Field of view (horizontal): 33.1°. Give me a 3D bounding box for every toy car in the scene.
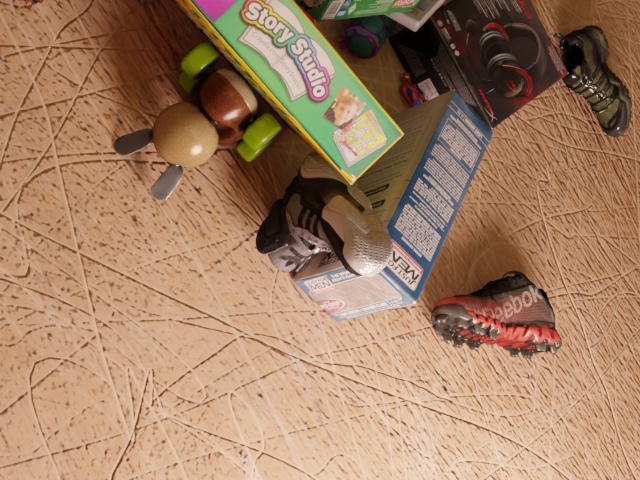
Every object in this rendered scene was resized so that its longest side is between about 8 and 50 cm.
[{"bbox_3d":[-0.176,-0.144,1.456,0.188,0.149,0.155,-41,91,-13],"label":"toy car"}]

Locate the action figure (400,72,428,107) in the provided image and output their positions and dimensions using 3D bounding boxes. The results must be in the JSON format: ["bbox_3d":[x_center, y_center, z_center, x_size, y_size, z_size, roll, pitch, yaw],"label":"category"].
[{"bbox_3d":[0.161,-0.225,1.793,0.038,0.030,0.115,-22,89,-36],"label":"action figure"}]

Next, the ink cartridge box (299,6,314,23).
[{"bbox_3d":[-0.093,-0.497,1.647,0.261,0.066,0.296,14,69,-34],"label":"ink cartridge box"}]

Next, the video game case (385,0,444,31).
[{"bbox_3d":[0.123,-0.443,1.759,0.193,0.023,0.212,32,51,10],"label":"video game case"}]

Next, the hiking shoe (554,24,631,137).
[{"bbox_3d":[0.515,-0.299,2.074,0.114,0.086,0.226,-15,80,-27],"label":"hiking shoe"}]

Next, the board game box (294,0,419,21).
[{"bbox_3d":[0.007,-0.408,1.562,0.213,0.046,0.317,43,29,13],"label":"board game box"}]

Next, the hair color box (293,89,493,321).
[{"bbox_3d":[0.113,-0.053,1.606,0.105,0.174,0.347,44,55,-22],"label":"hair color box"}]

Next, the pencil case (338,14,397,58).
[{"bbox_3d":[0.089,-0.363,1.751,0.151,0.070,0.064,-61,145,-36],"label":"pencil case"}]

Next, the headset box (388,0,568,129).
[{"bbox_3d":[0.286,-0.324,1.867,0.293,0.110,0.218,-35,98,-39],"label":"headset box"}]

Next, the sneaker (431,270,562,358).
[{"bbox_3d":[0.281,0.110,1.741,0.276,0.098,0.135,13,69,-38],"label":"sneaker"}]

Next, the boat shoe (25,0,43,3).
[{"bbox_3d":[-0.365,-0.339,1.375,0.207,0.073,0.073,-21,88,-40],"label":"boat shoe"}]

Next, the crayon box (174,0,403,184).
[{"bbox_3d":[-0.080,-0.268,1.411,0.106,0.313,0.363,-42,115,2],"label":"crayon box"}]

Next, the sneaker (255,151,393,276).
[{"bbox_3d":[0.000,0.000,1.455,0.101,0.153,0.268,31,19,-30],"label":"sneaker"}]
